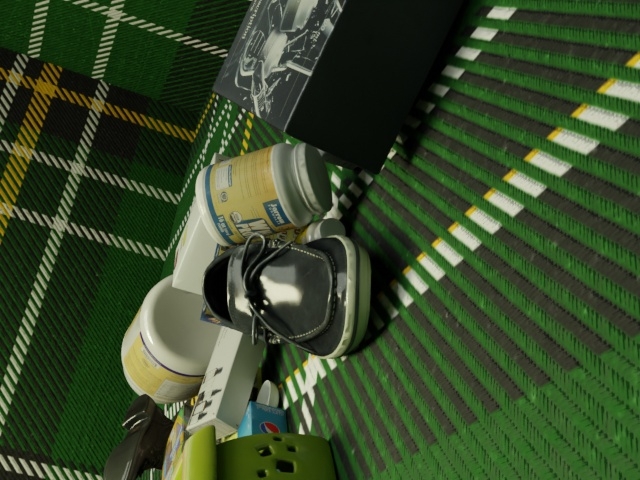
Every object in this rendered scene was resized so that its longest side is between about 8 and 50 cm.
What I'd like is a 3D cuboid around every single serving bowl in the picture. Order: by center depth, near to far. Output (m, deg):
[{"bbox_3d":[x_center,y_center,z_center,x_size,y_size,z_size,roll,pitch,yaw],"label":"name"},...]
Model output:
[{"bbox_3d":[-0.092,0.293,1.555,0.083,0.027,0.083,-162,90,-74],"label":"serving bowl"}]

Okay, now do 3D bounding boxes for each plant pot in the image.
[{"bbox_3d":[-0.110,0.396,1.178,0.228,0.207,0.227,-102,32,-62],"label":"plant pot"}]

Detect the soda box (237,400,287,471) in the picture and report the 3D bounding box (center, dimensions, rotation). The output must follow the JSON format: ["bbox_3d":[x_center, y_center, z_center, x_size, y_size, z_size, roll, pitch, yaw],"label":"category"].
[{"bbox_3d":[-0.093,0.355,1.408,0.210,0.067,0.071,-100,31,-64],"label":"soda box"}]

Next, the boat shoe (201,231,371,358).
[{"bbox_3d":[-0.064,0.083,1.367,0.500,0.156,0.187,179,94,-66],"label":"boat shoe"}]

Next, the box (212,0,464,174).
[{"bbox_3d":[0.025,-0.322,1.335,0.312,0.179,0.343,37,104,56],"label":"box"}]

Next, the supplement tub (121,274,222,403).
[{"bbox_3d":[-0.327,0.238,2.026,0.331,0.241,0.241,131,151,-56],"label":"supplement tub"}]

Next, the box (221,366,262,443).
[{"bbox_3d":[-0.147,0.335,1.645,0.232,0.058,0.087,-102,33,-59],"label":"box"}]

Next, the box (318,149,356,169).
[{"bbox_3d":[0.059,-0.204,1.481,0.126,0.072,0.137,157,128,-69],"label":"box"}]

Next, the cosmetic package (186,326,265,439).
[{"bbox_3d":[-0.169,0.249,1.628,0.099,0.060,0.239,-29,34,40],"label":"cosmetic package"}]

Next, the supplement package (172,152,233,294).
[{"bbox_3d":[-0.173,-0.014,1.831,0.145,0.204,0.262,-100,32,-58],"label":"supplement package"}]

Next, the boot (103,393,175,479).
[{"bbox_3d":[-0.316,0.462,1.807,0.091,0.229,0.263,-29,30,29],"label":"boot"}]

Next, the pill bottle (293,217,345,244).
[{"bbox_3d":[0.000,0.000,1.482,0.116,0.065,0.065,145,140,-64],"label":"pill bottle"}]

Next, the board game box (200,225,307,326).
[{"bbox_3d":[-0.123,0.055,1.659,0.042,0.165,0.243,135,149,-59],"label":"board game box"}]

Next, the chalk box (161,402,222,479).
[{"bbox_3d":[-0.222,0.434,1.657,0.213,0.132,0.132,-106,36,-65],"label":"chalk box"}]

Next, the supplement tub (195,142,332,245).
[{"bbox_3d":[-0.094,-0.081,1.471,0.199,0.144,0.144,-15,44,17],"label":"supplement tub"}]
